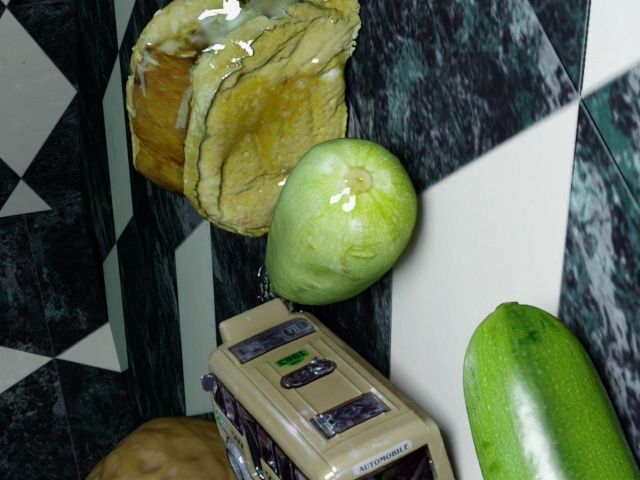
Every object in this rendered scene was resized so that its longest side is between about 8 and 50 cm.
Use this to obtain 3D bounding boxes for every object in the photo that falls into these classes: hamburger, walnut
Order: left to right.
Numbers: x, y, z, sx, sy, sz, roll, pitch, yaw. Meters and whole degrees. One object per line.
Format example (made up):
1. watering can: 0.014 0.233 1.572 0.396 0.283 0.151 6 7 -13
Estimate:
1. walnut: -0.185 0.435 1.721 0.354 0.308 0.398 -50 43 25
2. hamburger: -0.081 -0.128 1.209 0.309 0.211 0.132 99 151 -44

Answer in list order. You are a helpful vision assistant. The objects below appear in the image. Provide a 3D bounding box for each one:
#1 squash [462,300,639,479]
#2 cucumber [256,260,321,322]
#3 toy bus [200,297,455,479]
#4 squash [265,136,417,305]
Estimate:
1. squash: 0.167 0.208 0.745 0.101 0.101 0.379 109 146 -59
2. cucumber: -0.017 0.115 1.379 0.245 0.067 0.067 -114 21 -44
3. toy bus: 0.000 0.175 1.150 0.289 0.139 0.157 39 146 58
4. squash: 0.007 0.003 1.151 0.370 0.118 0.118 120 138 -72
